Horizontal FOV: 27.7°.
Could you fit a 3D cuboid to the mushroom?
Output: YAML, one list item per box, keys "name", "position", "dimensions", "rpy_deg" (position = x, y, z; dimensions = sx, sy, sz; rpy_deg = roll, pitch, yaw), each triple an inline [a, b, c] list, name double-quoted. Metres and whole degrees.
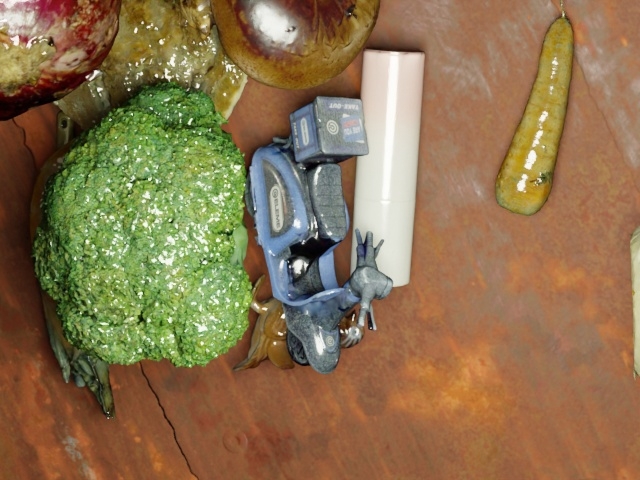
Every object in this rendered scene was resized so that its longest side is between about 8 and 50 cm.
- name: "mushroom"
  position: [-0.048, -0.348, 1.721]
  dimensions: [0.278, 0.163, 0.297]
  rpy_deg: [-18, 94, -9]

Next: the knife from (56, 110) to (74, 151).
- name: "knife"
  position: [-0.385, -0.049, 1.984]
  dimensions: [0.047, 0.017, 0.298]
  rpy_deg: [6, 103, 7]

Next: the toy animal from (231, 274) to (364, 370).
- name: "toy animal"
  position: [-0.042, 0.137, 1.900]
  dimensions: [0.179, 0.089, 0.188]
  rpy_deg: [34, 96, -4]

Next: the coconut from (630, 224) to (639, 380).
- name: "coconut"
  position: [0.541, 0.077, 1.631]
  dimensions: [0.323, 0.323, 0.323]
  rpy_deg: [3, 102, 14]

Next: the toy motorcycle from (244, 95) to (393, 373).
- name: "toy motorcycle"
  position: [0.000, 0.000, 1.773]
  dimensions: [0.212, 0.125, 0.358]
  rpy_deg: [-21, 75, 51]

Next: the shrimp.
- name: "shrimp"
  position: [-0.298, 0.059, 1.943]
  dimensions: [0.272, 0.085, 0.445]
  rpy_deg: [3, 103, 4]

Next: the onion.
- name: "onion"
  position: [-0.451, -0.358, 1.767]
  dimensions: [0.348, 0.348, 0.385]
  rpy_deg: [-35, 51, 18]

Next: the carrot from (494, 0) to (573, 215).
- name: "carrot"
  position: [0.302, -0.180, 1.754]
  dimensions: [0.078, 0.078, 0.298]
  rpy_deg: [14, 100, 11]

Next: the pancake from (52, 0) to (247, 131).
- name: "pancake"
  position: [-0.260, -0.292, 1.879]
  dimensions: [0.356, 0.065, 0.356]
  rpy_deg: [3, 101, 15]

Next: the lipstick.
- name: "lipstick"
  position: [0.093, -0.102, 1.811]
  dimensions: [0.087, 0.087, 0.327]
  rpy_deg: [6, 103, 14]

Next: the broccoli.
- name: "broccoli"
  position: [-0.235, -0.010, 1.749]
  dimensions: [0.321, 0.310, 0.413]
  rpy_deg: [-22, 65, -3]
